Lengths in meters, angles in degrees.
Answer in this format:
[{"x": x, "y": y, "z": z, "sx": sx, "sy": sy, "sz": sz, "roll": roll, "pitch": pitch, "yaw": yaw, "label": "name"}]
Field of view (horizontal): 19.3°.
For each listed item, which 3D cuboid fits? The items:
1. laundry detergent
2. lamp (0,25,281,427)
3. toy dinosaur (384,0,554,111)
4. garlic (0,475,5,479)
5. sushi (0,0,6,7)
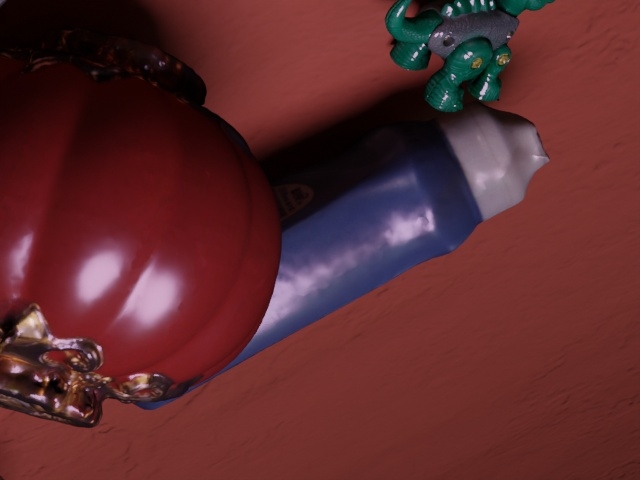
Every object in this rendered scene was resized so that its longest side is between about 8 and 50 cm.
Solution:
[{"x": 0.000, "y": 0.000, "z": 1.148, "sx": 0.290, "sy": 0.094, "sz": 0.143, "roll": -24, "pitch": -168, "yaw": 1, "label": "laundry detergent"}, {"x": -0.128, "y": -0.013, "z": 0.977, "sx": 0.227, "sy": 0.227, "sz": 0.227, "roll": -18, "pitch": 149, "yaw": -11, "label": "lamp"}, {"x": 0.087, "y": -0.130, "z": 1.093, "sx": 0.132, "sy": 0.059, "sz": 0.096, "roll": -8, "pitch": 138, "yaw": -40, "label": "toy dinosaur"}, {"x": -0.287, "y": 0.262, "z": 1.248, "sx": 0.245, "sy": 0.253, "sz": 0.245, "roll": -26, "pitch": 151, "yaw": -15, "label": "garlic"}, {"x": -0.226, "y": -0.140, "z": 0.769, "sx": 0.184, "sy": 0.139, "sz": 0.274, "roll": -1, "pitch": 139, "yaw": -35, "label": "sushi"}]
